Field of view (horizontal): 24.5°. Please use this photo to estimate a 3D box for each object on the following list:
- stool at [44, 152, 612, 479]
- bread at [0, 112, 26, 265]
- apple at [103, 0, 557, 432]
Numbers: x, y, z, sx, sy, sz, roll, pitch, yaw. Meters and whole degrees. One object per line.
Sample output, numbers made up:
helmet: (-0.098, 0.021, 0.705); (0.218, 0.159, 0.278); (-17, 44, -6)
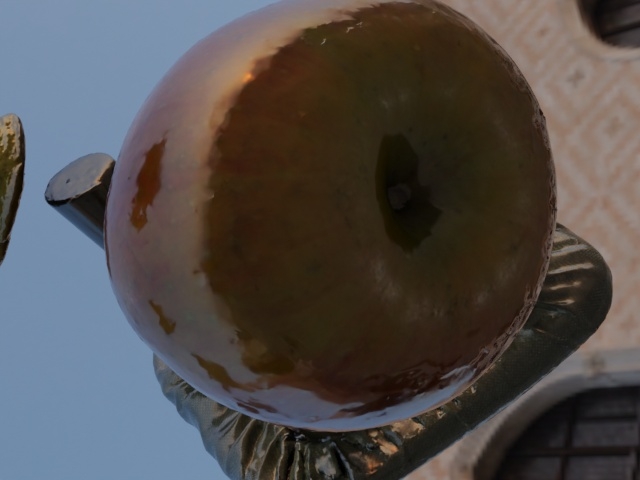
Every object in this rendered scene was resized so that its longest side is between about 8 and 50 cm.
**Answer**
stool: (0.000, 0.000, 1.062); (0.310, 0.310, 0.226); (-37, -55, -11)
bread: (-0.277, -0.028, 1.081); (0.065, 0.188, 0.149); (10, -137, -34)
apple: (0.001, -0.014, 0.712); (0.235, 0.173, 0.210); (-8, -94, -40)
